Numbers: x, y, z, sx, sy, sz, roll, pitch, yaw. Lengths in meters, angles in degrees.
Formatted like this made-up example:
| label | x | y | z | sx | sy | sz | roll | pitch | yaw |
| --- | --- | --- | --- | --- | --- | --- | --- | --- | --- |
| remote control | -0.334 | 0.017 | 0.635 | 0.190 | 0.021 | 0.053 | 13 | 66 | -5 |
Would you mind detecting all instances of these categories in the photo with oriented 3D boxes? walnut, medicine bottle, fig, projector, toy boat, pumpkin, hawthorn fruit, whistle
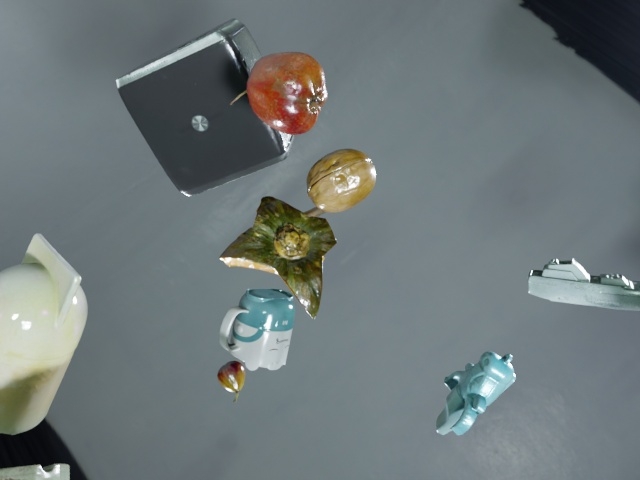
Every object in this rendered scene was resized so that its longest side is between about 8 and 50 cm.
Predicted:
| label | x | y | z | sx | sy | sz | roll | pitch | yaw |
| --- | --- | --- | --- | --- | --- | --- | --- | --- | --- |
| walnut | 0.057 | -0.169 | 1.461 | 0.207 | 0.167 | 0.167 | -26 | 156 | 4 |
| medicine bottle | -0.679 | 0.207 | 1.185 | 0.236 | 0.236 | 0.406 | 12 | 107 | -61 |
| fig | -0.266 | 0.439 | 1.602 | 0.089 | 0.125 | 0.089 | -21 | 147 | -15 |
| projector | -0.328 | -0.390 | 1.563 | 0.395 | 0.242 | 0.405 | -19 | 118 | 16 |
| toy boat | 0.531 | 0.082 | 0.976 | 0.078 | 0.261 | 0.085 | -22 | 115 | -62 |
| pumpkin | -0.082 | 0.026 | 1.348 | 0.258 | 0.290 | 0.095 | -59 | 174 | -32 |
| hawthorn fruit | -0.091 | -0.309 | 1.053 | 0.162 | 0.204 | 0.162 | -51 | 155 | -35 |
| whistle | 0.372 | 0.371 | 1.257 | 0.274 | 0.093 | 0.186 | -55 | -174 | 22 |

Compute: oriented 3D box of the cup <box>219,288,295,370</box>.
| label | x | y | z | sx | sy | sz | roll | pitch | yaw |
| --- | --- | --- | --- | --- | --- | --- | --- | --- | --- |
| cup | -0.231 | 0.313 | 1.863 | 0.290 | 0.219 | 0.257 | 4 | 101 | -46 |

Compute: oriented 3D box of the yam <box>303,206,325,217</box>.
| label | x | y | z | sx | sy | sz | roll | pitch | yaw |
| --- | --- | --- | --- | --- | --- | --- | --- | --- | --- |
| yam | -0.009 | -0.115 | 1.962 | 0.327 | 0.045 | 0.045 | -32 | 177 | -28 |

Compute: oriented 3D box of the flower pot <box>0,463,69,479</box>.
| label | x | y | z | sx | sy | sz | roll | pitch | yaw |
| --- | --- | --- | --- | --- | --- | --- | --- | --- | --- |
| flower pot | -0.547 | 0.534 | 0.890 | 0.290 | 0.259 | 0.290 | -7 | 157 | -3 |
